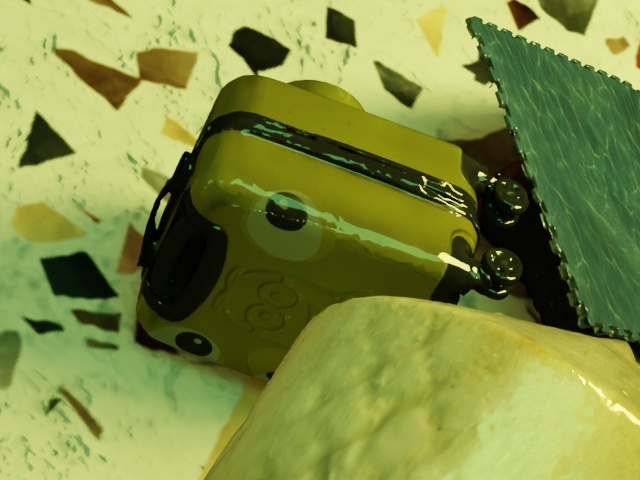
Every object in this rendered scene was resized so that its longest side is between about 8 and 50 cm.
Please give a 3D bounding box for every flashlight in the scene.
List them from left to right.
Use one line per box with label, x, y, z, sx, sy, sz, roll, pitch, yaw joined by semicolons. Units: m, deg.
flashlight;0.194;0.050;1.434;0.093;0.093;0.232;-13;67;-28

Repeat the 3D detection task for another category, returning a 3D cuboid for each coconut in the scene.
coconut;0.087;0.170;1.049;0.328;0.329;0.329;10;58;-16

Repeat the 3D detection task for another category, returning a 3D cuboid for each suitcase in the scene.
suitcase;0.000;0.000;1.320;0.234;0.194;0.143;20;47;-10

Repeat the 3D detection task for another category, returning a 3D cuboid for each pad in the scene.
pad;0.224;-0.033;1.464;0.269;0.012;0.270;12;53;-51
